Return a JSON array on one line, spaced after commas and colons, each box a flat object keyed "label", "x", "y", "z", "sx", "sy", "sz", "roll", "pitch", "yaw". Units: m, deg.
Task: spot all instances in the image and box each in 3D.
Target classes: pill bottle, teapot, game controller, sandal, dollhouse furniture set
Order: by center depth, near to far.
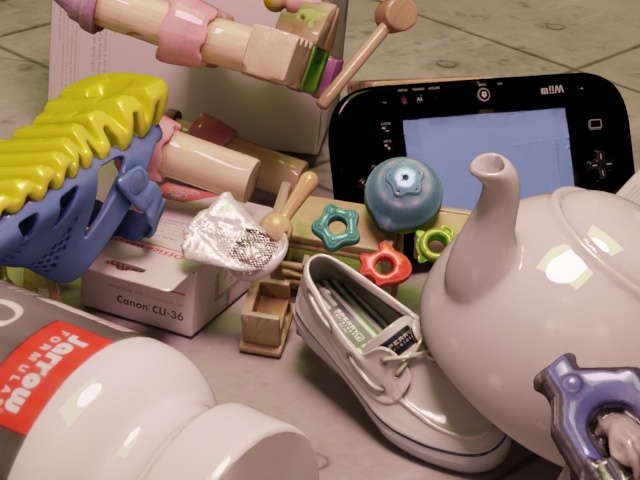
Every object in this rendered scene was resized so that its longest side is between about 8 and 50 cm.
[{"label": "pill bottle", "x": -0.196, "y": 0.142, "z": 1.253, "sx": 0.363, "sy": 0.210, "sz": 0.210, "roll": 18, "pitch": 29, "yaw": 27}, {"label": "teapot", "x": 0.217, "y": 0.047, "z": 1.466, "sx": 0.252, "sy": 0.187, "sz": 0.256, "roll": 41, "pitch": 23, "yaw": 12}, {"label": "sandal", "x": -0.217, "y": -0.024, "z": 1.534, "sx": 0.126, "sy": 0.138, "sz": 0.317, "roll": 6, "pitch": 27, "yaw": 35}, {"label": "dollhouse furniture set", "x": 0.037, "y": 0.053, "z": 1.656, "sx": 0.182, "sy": 0.101, "sz": 0.161, "roll": 9, "pitch": 50, "yaw": 9}, {"label": "game controller", "x": 0.156, "y": -0.070, "z": 1.808, "sx": 0.319, "sy": 0.166, "sz": 0.067, "roll": -6, "pitch": 7, "yaw": -24}]

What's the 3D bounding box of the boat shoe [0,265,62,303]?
[{"label": "boat shoe", "x": -0.253, "y": 0.017, "z": 1.689, "sx": 0.072, "sy": 0.068, "sz": 0.190, "roll": 11, "pitch": 33, "yaw": -15}]

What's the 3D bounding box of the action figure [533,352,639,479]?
[{"label": "action figure", "x": 0.272, "y": 0.238, "z": 1.262, "sx": 0.330, "sy": 0.178, "sz": 0.341, "roll": -10, "pitch": 58, "yaw": -16}]

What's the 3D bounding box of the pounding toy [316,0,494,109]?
[{"label": "pounding toy", "x": 0.071, "y": -0.133, "z": 1.863, "sx": 0.181, "sy": 0.206, "sz": 0.094, "roll": -4, "pitch": 6, "yaw": -16}]

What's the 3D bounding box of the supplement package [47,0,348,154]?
[{"label": "supplement package", "x": -0.126, "y": -0.211, "z": 2.034, "sx": 0.293, "sy": 0.175, "sz": 0.177, "roll": 7, "pitch": 20, "yaw": 6}]

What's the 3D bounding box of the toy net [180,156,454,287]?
[{"label": "toy net", "x": 0.000, "y": 0.000, "z": 1.611, "sx": 0.232, "sy": 0.045, "sz": 0.122, "roll": -14, "pitch": 68, "yaw": -7}]

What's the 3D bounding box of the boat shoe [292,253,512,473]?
[{"label": "boat shoe", "x": 0.056, "y": 0.095, "z": 1.498, "sx": 0.226, "sy": 0.076, "sz": 0.083, "roll": 35, "pitch": 60, "yaw": 29}]

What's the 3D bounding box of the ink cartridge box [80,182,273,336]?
[{"label": "ink cartridge box", "x": -0.134, "y": 0.021, "z": 1.683, "sx": 0.115, "sy": 0.067, "sz": 0.198, "roll": 14, "pitch": 26, "yaw": 21}]

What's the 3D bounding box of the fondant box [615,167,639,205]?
[{"label": "fondant box", "x": 0.429, "y": 0.022, "z": 1.739, "sx": 0.330, "sy": 0.096, "sz": 0.238, "roll": 15, "pitch": 27, "yaw": 23}]

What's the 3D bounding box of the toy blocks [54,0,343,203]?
[{"label": "toy blocks", "x": -0.119, "y": -0.211, "z": 1.788, "sx": 0.260, "sy": 0.309, "sz": 0.288, "roll": 20, "pitch": 5, "yaw": 10}]
